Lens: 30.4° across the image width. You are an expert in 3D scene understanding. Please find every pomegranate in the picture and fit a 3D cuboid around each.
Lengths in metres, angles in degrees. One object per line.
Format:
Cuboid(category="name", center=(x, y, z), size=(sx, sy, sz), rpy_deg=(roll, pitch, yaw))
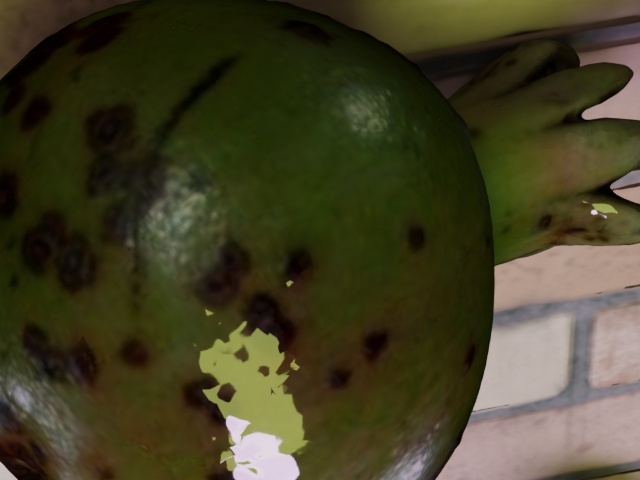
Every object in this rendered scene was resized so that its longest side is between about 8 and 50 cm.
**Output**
Cuboid(category="pomegranate", center=(-0.004, -0.006, 0.472), size=(0.306, 0.242, 0.242), rpy_deg=(-36, 135, -2))
